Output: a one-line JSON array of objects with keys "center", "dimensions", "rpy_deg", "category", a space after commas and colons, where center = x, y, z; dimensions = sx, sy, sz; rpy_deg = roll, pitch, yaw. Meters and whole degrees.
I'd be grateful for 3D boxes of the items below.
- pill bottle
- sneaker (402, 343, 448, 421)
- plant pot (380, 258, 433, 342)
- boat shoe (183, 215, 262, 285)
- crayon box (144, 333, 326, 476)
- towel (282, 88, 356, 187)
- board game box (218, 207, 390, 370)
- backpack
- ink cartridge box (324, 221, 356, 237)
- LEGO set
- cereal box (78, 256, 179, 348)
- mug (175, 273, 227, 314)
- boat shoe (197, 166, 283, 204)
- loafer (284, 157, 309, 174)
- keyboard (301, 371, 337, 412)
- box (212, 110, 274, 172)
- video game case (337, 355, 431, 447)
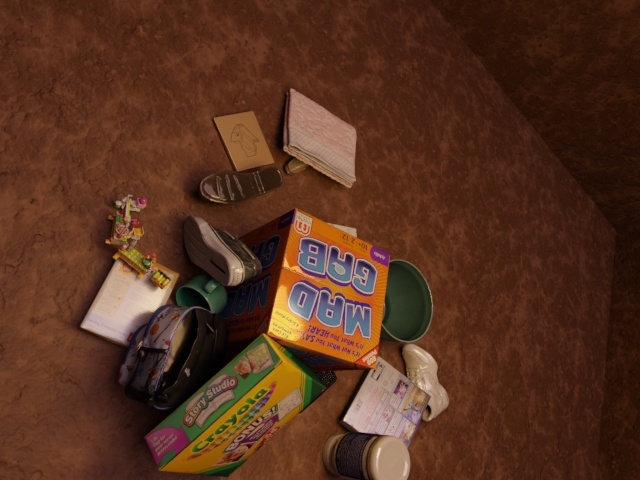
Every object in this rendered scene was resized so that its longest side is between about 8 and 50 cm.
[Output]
[{"center": [0.134, 0.677, 1.473], "dimensions": [0.153, 0.265, 0.153], "rpy_deg": [12, 69, -35], "category": "pill bottle"}, {"center": [0.383, 0.538, 1.799], "dimensions": [0.152, 0.114, 0.304], "rpy_deg": [-28, 94, -40], "category": "sneaker"}, {"center": [0.238, 0.230, 1.733], "dimensions": [0.293, 0.196, 0.292], "rpy_deg": [11, 70, -34], "category": "plant pot"}, {"center": [-0.286, 0.031, 1.358], "dimensions": [0.119, 0.335, 0.120], "rpy_deg": [-2, 120, -41], "category": "boat shoe"}, {"center": [-0.193, 0.430, 1.199], "dimensions": [0.363, 0.106, 0.313], "rpy_deg": [-41, 148, -4], "category": "crayon box"}, {"center": [0.006, -0.393, 1.809], "dimensions": [0.332, 0.053, 0.316], "rpy_deg": [25, 49, -31], "category": "towel"}, {"center": [-0.060, 0.173, 1.423], "dimensions": [0.357, 0.356, 0.355], "rpy_deg": [25, 62, -29], "category": "board game box"}, {"center": [-0.362, 0.300, 1.226], "dimensions": [0.276, 0.213, 0.263], "rpy_deg": [55, 50, -58], "category": "backpack"}, {"center": [0.000, 0.000, 1.652], "dimensions": [0.213, 0.154, 0.093], "rpy_deg": [8, 71, -35], "category": "ink cartridge box"}, {"center": [-0.485, -0.006, 1.269], "dimensions": [0.132, 0.107, 0.286], "rpy_deg": [-7, 64, -49], "category": "LEGO set"}, {"center": [-0.512, 0.161, 1.285], "dimensions": [0.173, 0.047, 0.240], "rpy_deg": [32, 60, -24], "category": "cereal box"}, {"center": [-0.322, 0.160, 1.358], "dimensions": [0.097, 0.158, 0.129], "rpy_deg": [-43, 121, -51], "category": "mug"}, {"center": [-0.268, -0.170, 1.541], "dimensions": [0.308, 0.105, 0.110], "rpy_deg": [-12, 93, -40], "category": "boat shoe"}, {"center": [-0.074, -0.288, 1.753], "dimensions": [0.148, 0.050, 0.056], "rpy_deg": [-39, 98, -40], "category": "loafer"}, {"center": [-0.019, 0.474, 1.566], "dimensions": [0.192, 0.038, 0.100], "rpy_deg": [-33, 96, -40], "category": "keyboard"}, {"center": [-0.265, -0.343, 1.646], "dimensions": [0.165, 0.021, 0.201], "rpy_deg": [-23, 91, -39], "category": "box"}, {"center": [0.227, 0.587, 1.657], "dimensions": [0.244, 0.061, 0.269], "rpy_deg": [38, 57, 0], "category": "video game case"}]
